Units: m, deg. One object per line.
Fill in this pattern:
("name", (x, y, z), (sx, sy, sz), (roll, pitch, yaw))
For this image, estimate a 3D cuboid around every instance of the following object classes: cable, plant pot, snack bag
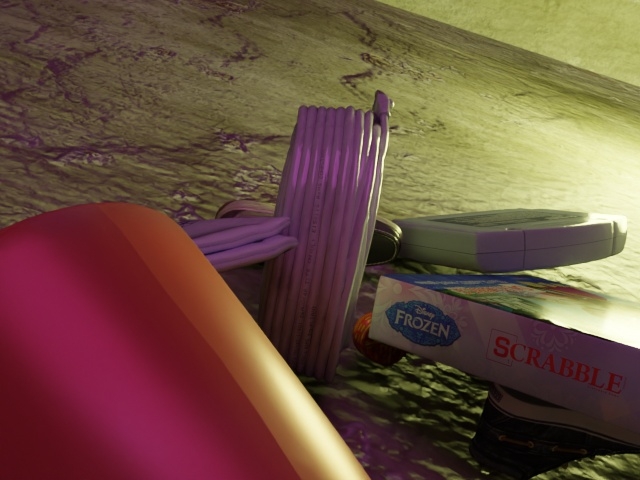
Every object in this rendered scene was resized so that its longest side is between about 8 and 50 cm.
("cable", (0.000, 0.000, 0.768), (0.089, 0.257, 0.257), (11, 28, 1))
("plant pot", (-0.097, 0.156, 0.440), (0.243, 0.275, 0.275), (41, 35, 22))
("snack bag", (-0.243, 0.027, 0.649), (0.342, 0.037, 0.323), (-15, 10, -38))

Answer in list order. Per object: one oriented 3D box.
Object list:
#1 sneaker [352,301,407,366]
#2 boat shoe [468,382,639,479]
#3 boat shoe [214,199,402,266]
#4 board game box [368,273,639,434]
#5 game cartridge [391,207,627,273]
("sneaker", (0.072, 0.086, 0.854), (0.067, 0.064, 0.175), (32, 15, 25))
("boat shoe", (0.228, 0.178, 0.748), (0.183, 0.083, 0.065), (14, 25, -8))
("boat shoe", (-0.014, 0.006, 0.951), (0.223, 0.080, 0.073), (8, 33, -5))
("board game box", (0.265, 0.097, 0.770), (0.318, 0.066, 0.318), (16, 8, 37))
("game cartridge", (0.248, -0.004, 1.055), (0.297, 0.062, 0.198), (-6, 14, -36))
